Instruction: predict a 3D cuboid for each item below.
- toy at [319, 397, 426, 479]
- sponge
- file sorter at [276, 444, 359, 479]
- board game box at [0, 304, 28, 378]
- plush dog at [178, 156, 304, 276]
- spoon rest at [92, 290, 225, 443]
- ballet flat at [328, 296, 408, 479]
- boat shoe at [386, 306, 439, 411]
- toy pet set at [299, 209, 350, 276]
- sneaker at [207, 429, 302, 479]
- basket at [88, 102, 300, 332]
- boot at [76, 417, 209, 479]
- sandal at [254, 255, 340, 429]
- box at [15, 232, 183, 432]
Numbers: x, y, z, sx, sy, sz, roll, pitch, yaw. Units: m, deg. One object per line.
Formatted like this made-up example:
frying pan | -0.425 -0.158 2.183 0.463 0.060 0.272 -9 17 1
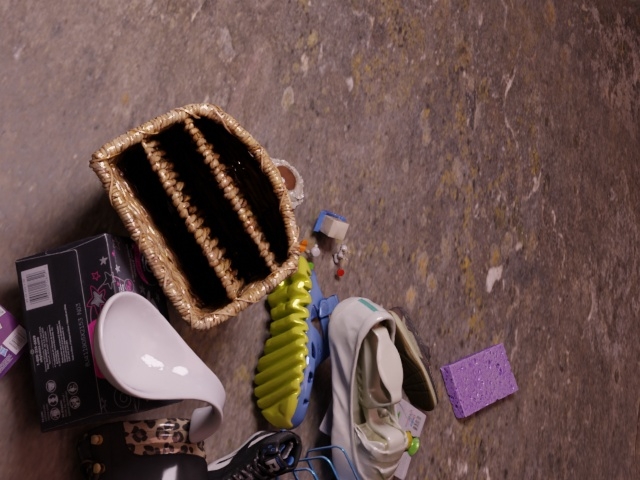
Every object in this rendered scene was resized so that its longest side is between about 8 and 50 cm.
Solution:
toy | 0.094 0.346 1.532 0.237 0.056 0.137 36 65 -27
sponge | 0.359 0.311 1.801 0.210 0.031 0.117 -12 83 -43
file sorter | -0.026 0.435 1.359 0.170 0.118 0.105 -25 90 -44
board game box | -0.557 0.185 1.028 0.208 0.056 0.347 51 49 -21
plush dog | -0.182 -0.039 1.376 0.262 0.210 0.225 21 74 -3
spoon rest | -0.203 0.174 1.059 0.276 0.084 0.137 57 25 -43
ballet flat | 0.091 0.300 1.410 0.139 0.139 0.400 -13 101 -43
boat shoe | 0.193 0.238 1.648 0.073 0.080 0.224 -26 89 -38
toy pet set | 0.000 0.000 1.591 0.122 0.065 0.114 15 100 -34
sneaker | -0.115 0.375 1.298 0.217 0.121 0.079 -39 100 -43
basket | -0.157 -0.050 1.184 0.299 0.213 0.223 61 3 -6
boot | -0.306 0.407 1.095 0.377 0.138 0.284 -8 56 -10
sandal | -0.028 0.186 1.441 0.138 0.126 0.317 31 56 -36
box | -0.316 0.133 1.156 0.142 0.163 0.247 17 60 -70
